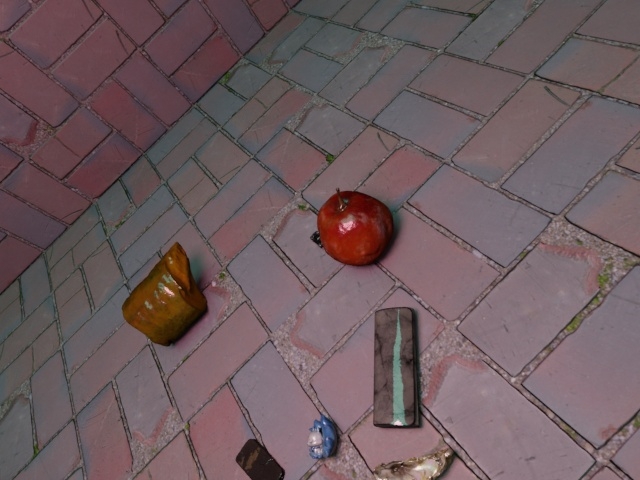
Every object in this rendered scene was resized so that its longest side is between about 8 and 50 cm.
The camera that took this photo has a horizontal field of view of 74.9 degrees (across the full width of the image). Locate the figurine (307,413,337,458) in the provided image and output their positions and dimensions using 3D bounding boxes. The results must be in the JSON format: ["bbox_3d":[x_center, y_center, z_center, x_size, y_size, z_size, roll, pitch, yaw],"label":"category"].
[{"bbox_3d":[0.002,0.498,1.066,0.114,0.079,0.114,-173,90,-74],"label":"figurine"}]

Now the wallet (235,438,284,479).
[{"bbox_3d":[-0.165,0.614,1.136,0.157,0.018,0.082,26,76,41],"label":"wallet"}]

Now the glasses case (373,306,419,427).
[{"bbox_3d":[0.192,0.321,1.077,0.114,0.060,0.298,-12,55,25],"label":"glasses case"}]

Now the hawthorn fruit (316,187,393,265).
[{"bbox_3d":[0.089,-0.059,1.252,0.242,0.271,0.241,-13,53,18],"label":"hawthorn fruit"}]

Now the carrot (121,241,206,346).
[{"bbox_3d":[-0.536,0.208,1.491,0.340,0.241,0.241,-48,48,0],"label":"carrot"}]

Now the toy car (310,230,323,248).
[{"bbox_3d":[0.000,0.000,1.433,0.041,0.025,0.093,-48,45,-2],"label":"toy car"}]

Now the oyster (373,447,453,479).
[{"bbox_3d":[0.211,0.531,0.945,0.200,0.061,0.105,-16,71,26],"label":"oyster"}]
